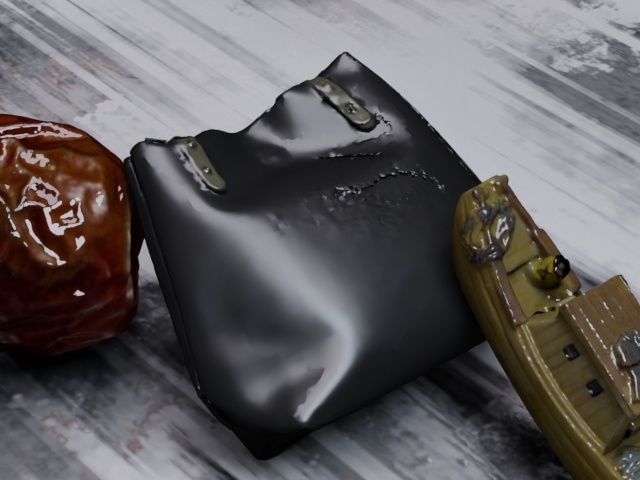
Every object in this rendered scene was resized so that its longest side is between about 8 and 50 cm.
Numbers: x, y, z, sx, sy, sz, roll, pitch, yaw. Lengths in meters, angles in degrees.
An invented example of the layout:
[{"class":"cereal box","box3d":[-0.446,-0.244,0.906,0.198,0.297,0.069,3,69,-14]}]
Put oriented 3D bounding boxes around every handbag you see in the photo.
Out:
[{"class":"handbag","box3d":[0.000,0.000,1.272,0.342,0.152,0.288,-26,82,-33]}]

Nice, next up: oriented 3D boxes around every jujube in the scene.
[{"class":"jujube","box3d":[-0.315,-0.020,1.251,0.342,0.216,0.216,11,37,-15]}]

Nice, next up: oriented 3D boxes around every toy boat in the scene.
[{"class":"toy boat","box3d":[0.207,0.092,1.173,0.089,0.121,0.321,-26,82,-32]}]
